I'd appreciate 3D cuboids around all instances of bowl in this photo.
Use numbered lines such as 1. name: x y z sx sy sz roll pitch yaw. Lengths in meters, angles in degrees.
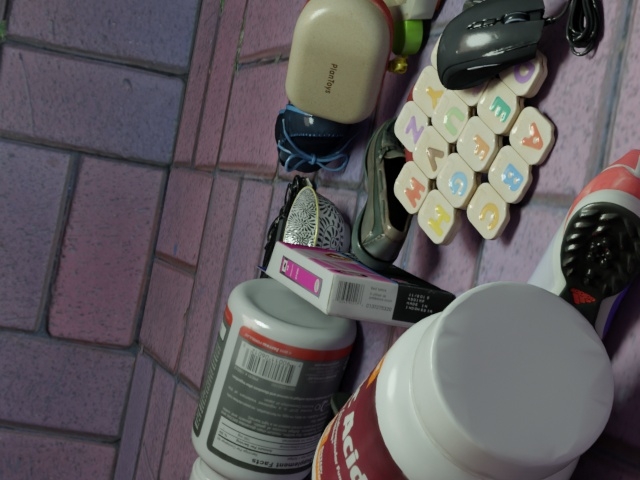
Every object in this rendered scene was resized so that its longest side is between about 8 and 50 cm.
1. bowl: 0.000 0.000 2.247 0.170 0.080 0.170 -169 90 -71

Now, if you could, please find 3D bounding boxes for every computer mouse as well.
1. computer mouse: -0.058 0.031 2.435 0.188 0.072 0.272 119 166 -48
2. computer mouse: 0.228 -0.293 1.657 0.262 0.060 0.184 -11 66 49

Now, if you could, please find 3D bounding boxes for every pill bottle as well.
1. pill bottle: -0.088 0.261 2.161 0.210 0.210 0.363 -119 43 -62
2. pill bottle: 0.142 0.207 1.443 0.392 0.224 0.224 120 154 -59

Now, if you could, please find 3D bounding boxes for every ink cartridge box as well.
1. ink cartridge box: 0.039 0.058 1.952 0.371 0.176 0.069 -160 80 -71

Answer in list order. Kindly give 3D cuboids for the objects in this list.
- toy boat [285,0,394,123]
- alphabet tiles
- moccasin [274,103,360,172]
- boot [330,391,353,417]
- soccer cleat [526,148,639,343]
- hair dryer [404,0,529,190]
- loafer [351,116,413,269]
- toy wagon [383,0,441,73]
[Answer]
1. toy boat: 0.037 -0.304 2.098 0.231 0.151 0.151 104 -177 -47
2. alphabet tiles: 0.188 -0.141 1.741 0.284 0.021 0.278 -62 39 25
3. moccasin: -0.008 -0.170 2.332 0.342 0.138 0.117 -162 78 -85
4. boot: 0.041 0.365 1.919 0.263 0.091 0.229 -117 41 -57
5. soccer cleat: 0.276 0.038 1.430 0.116 0.109 0.318 -56 -10 -40
6. hair dryer: 0.179 -0.167 1.818 0.223 0.080 0.293 -111 36 -56
7. loafer: 0.112 -0.079 1.920 0.084 0.096 0.267 -47 24 48
8. toy wagon: 0.126 -0.429 2.073 0.267 0.068 0.344 -165 71 -72
